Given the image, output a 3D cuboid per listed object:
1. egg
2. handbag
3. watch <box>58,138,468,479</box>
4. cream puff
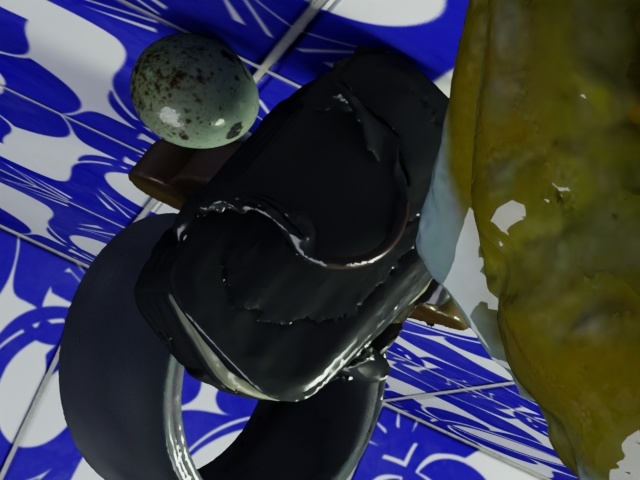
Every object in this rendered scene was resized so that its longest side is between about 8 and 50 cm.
[{"bbox_3d":[-0.094,-0.111,1.377,0.085,0.085,0.110,14,175,40],"label":"egg"},{"bbox_3d":[0.000,0.000,1.265,0.181,0.254,0.181,45,167,-9],"label":"handbag"},{"bbox_3d":[-0.056,0.106,1.683,0.314,0.327,0.335,13,165,44],"label":"watch"},{"bbox_3d":[0.217,-0.050,0.642,0.378,0.275,0.378,-7,172,-1],"label":"cream puff"}]
